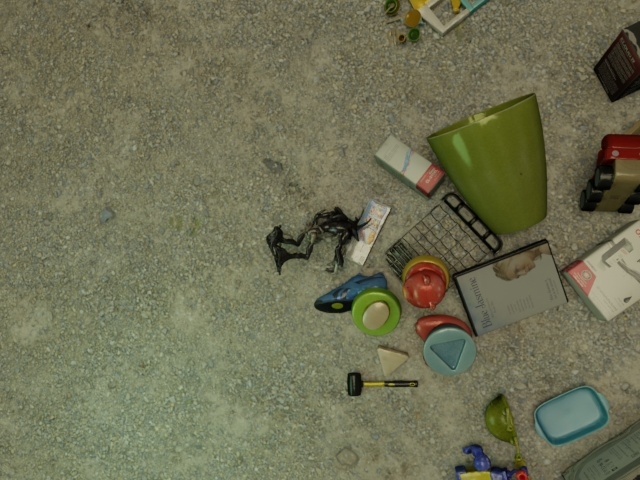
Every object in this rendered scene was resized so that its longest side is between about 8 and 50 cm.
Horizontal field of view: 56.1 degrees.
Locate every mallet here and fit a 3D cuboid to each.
[{"bbox_3d":[0.164,0.376,1.612,0.190,0.039,0.062,-9,88,6],"label":"mallet"}]

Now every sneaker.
[{"bbox_3d":[0.082,0.140,1.633,0.210,0.069,0.082,-16,52,18],"label":"sneaker"}]

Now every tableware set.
[{"bbox_3d":[0.223,-0.616,1.645,0.104,0.024,0.154,-6,90,27],"label":"tableware set"}]

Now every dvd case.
[{"bbox_3d":[0.484,0.122,1.532,0.253,0.022,0.180,-22,102,5],"label":"dvd case"}]

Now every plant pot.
[{"bbox_3d":[0.447,-0.174,1.493,0.275,0.275,0.293,-23,99,9],"label":"plant pot"}]

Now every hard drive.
[{"bbox_3d":[0.734,0.504,1.387,0.339,0.237,0.064,-36,81,8],"label":"hard drive"}]

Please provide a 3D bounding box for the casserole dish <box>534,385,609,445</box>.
[{"bbox_3d":[0.629,0.439,1.514,0.189,0.037,0.114,-28,82,9],"label":"casserole dish"}]

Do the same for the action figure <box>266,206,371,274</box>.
[{"bbox_3d":[0.000,0.000,1.606,0.276,0.140,0.164,-15,45,-15],"label":"action figure"}]

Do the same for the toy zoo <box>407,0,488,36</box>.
[{"bbox_3d":[0.358,-0.695,1.639,0.293,0.030,0.192,-36,80,7],"label":"toy zoo"}]

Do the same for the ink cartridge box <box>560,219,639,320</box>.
[{"bbox_3d":[0.741,0.074,1.487,0.218,0.092,0.158,-38,81,5],"label":"ink cartridge box"}]

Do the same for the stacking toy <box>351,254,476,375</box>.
[{"bbox_3d":[0.231,0.224,1.512,0.280,0.130,0.308,-24,102,13],"label":"stacking toy"}]

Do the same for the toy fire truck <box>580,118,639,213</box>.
[{"bbox_3d":[0.734,-0.207,1.454,0.159,0.217,0.246,4,73,12],"label":"toy fire truck"}]

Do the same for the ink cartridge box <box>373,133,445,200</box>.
[{"bbox_3d":[0.235,-0.191,1.583,0.175,0.127,0.072,38,93,11],"label":"ink cartridge box"}]

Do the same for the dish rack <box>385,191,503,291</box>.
[{"bbox_3d":[0.317,0.024,1.585,0.271,0.074,0.208,-43,79,8],"label":"dish rack"}]

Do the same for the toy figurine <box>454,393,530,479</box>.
[{"bbox_3d":[0.401,0.585,1.480,0.218,0.191,0.362,-16,82,15],"label":"toy figurine"}]

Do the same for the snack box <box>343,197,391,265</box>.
[{"bbox_3d":[0.127,-0.023,1.648,0.064,0.022,0.178,27,92,13],"label":"snack box"}]

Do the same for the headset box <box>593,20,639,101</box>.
[{"bbox_3d":[0.799,-0.457,1.405,0.218,0.293,0.110,-26,82,9],"label":"headset box"}]
